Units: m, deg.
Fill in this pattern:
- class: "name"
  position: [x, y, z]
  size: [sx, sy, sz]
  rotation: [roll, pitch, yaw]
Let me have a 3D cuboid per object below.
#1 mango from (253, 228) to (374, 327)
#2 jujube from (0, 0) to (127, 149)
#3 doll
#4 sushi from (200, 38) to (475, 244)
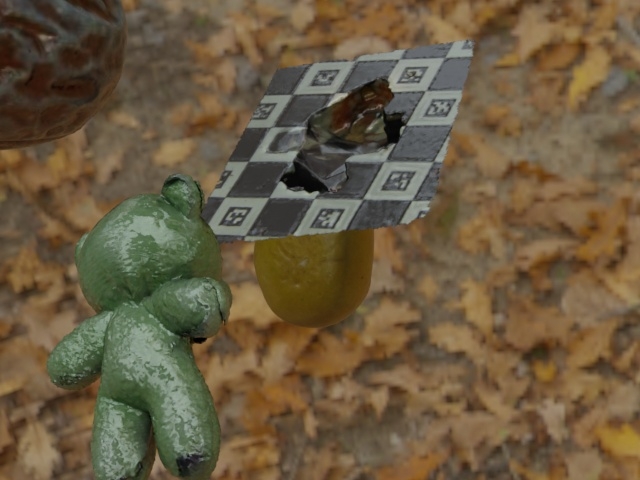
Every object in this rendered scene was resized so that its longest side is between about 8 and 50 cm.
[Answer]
- class: "mango"
  position: [0.000, 0.000, 1.623]
  size: [0.137, 0.195, 0.098]
  rotation: [33, 29, 22]
- class: "jujube"
  position: [-0.340, -0.211, 1.479]
  size: [0.215, 0.246, 0.308]
  rotation: [-18, -9, 41]
- class: "doll"
  position: [-0.079, 0.049, 0.745]
  size: [0.115, 0.077, 0.150]
  rotation: [-23, 57, 35]
- class: "sushi"
  position: [0.020, -0.061, 1.157]
  size: [0.193, 0.040, 0.210]
  rotation: [-5, 42, 27]
